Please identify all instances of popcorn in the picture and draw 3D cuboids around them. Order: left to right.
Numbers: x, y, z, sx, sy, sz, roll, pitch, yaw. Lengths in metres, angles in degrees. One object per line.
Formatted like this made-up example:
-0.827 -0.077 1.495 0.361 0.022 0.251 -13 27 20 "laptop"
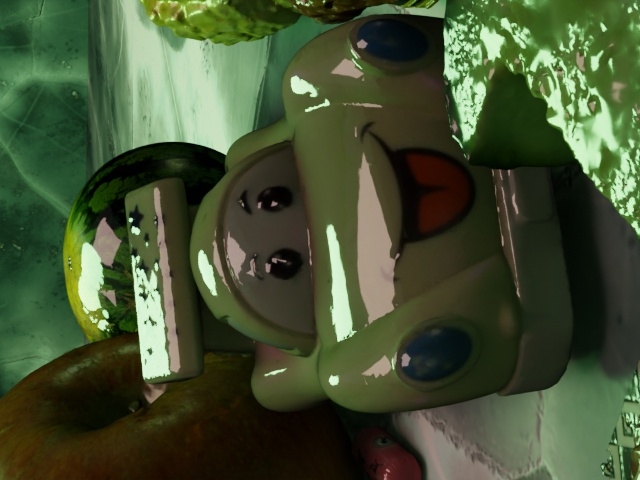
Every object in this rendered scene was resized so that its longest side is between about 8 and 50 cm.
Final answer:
-0.084 -0.309 0.992 0.225 0.173 0.286 59 140 23 "popcorn"

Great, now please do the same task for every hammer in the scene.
0.056 0.187 0.869 0.083 0.043 0.043 -146 54 -67 "hammer"

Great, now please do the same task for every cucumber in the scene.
0.152 -0.093 0.438 0.191 0.130 0.191 169 90 -69 "cucumber"

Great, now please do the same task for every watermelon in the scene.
-0.166 0.022 1.154 0.269 0.268 0.269 176 90 -70 "watermelon"

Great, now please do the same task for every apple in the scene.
-0.143 0.271 0.953 0.374 0.383 0.375 -8 -90 -76 "apple"

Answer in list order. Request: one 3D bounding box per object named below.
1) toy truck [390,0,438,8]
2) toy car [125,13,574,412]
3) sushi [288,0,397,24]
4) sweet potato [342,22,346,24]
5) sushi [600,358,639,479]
0.067 -0.210 0.740 0.049 0.054 0.083 155 109 -69 "toy truck"
0.000 0.000 0.714 0.336 0.226 0.242 150 115 -70 "toy car"
0.044 -0.228 0.612 0.296 0.166 0.179 7 113 64 "sushi"
0.033 -0.164 0.879 0.095 0.034 0.034 -103 19 -54 "sweet potato"
0.181 0.117 0.523 0.126 0.026 0.120 -122 33 -54 "sushi"
